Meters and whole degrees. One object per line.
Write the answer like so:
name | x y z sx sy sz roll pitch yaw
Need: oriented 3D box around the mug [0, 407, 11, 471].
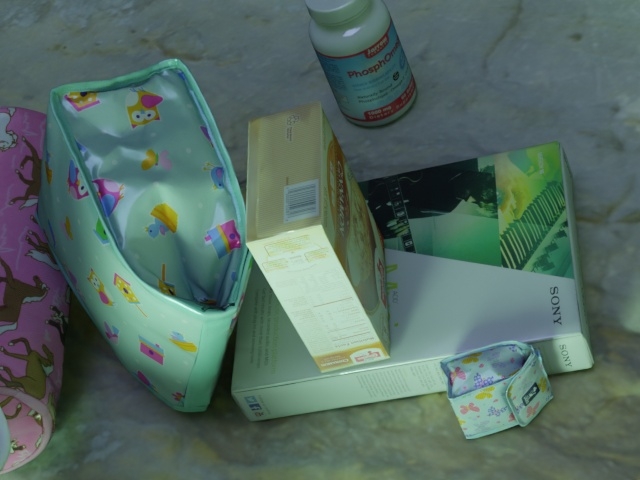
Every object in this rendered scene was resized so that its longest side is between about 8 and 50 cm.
mug | -0.414 0.238 1.097 0.328 0.374 0.276 -52 39 10

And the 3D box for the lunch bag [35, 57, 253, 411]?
lunch bag | -0.145 0.007 1.239 0.160 0.223 0.262 -20 67 -23

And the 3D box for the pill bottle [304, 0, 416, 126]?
pill bottle | 0.039 -0.201 1.430 0.087 0.160 0.087 -12 47 14

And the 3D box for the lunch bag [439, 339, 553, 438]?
lunch bag | 0.150 0.124 1.157 0.083 0.071 0.053 -18 48 6

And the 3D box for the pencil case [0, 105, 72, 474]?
pencil case | -0.329 0.044 1.379 0.160 0.167 0.386 13 45 -18

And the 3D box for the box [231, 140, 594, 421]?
box | 0.081 0.036 1.275 0.322 0.058 0.232 -11 48 14

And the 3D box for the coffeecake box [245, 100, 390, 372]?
coffeecake box | 0.000 0.000 1.174 0.068 0.185 0.142 -13 47 13
